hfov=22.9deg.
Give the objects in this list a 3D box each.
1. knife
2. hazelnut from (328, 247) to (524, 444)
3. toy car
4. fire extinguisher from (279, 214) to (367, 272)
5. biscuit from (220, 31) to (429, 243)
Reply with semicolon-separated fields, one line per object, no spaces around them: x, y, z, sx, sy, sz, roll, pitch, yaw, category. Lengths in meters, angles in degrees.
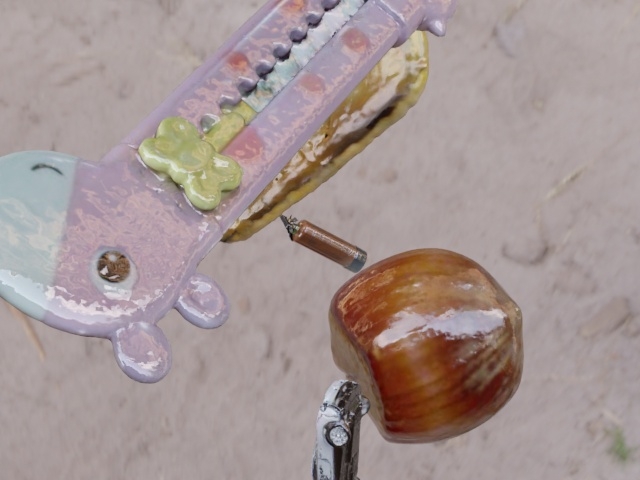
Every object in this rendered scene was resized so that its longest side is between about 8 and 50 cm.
-0.033;-0.077;0.829;0.132;0.038;0.399;43;45;-2;knife
0.120;0.114;1.747;0.180;0.181;0.212;-23;90;-19;hazelnut
0.008;0.123;0.875;0.025;0.093;0.041;11;20;17;toy car
0.000;0.000;1.338;0.083;0.022;0.028;27;25;-24;fire extinguisher
-0.018;-0.095;1.180;0.247;0.029;0.118;-38;62;26;biscuit
